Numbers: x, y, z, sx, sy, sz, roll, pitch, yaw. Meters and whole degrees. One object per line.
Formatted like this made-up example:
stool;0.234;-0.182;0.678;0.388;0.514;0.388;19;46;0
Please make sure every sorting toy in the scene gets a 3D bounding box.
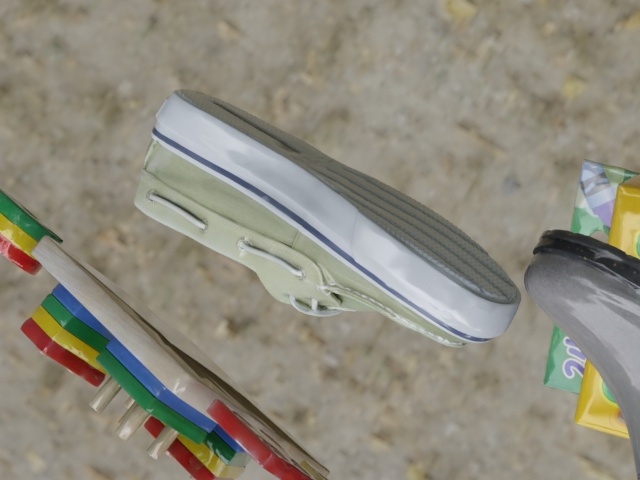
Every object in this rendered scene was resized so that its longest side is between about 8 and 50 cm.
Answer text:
sorting toy;-0.073;0.077;0.969;0.274;0.046;0.132;39;179;40

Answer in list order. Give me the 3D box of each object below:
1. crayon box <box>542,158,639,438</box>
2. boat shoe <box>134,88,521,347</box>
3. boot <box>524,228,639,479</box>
crayon box;0.329;0.070;1.558;0.323;0.083;0.203;14;105;23
boat shoe;0.000;0.000;1.332;0.302;0.109;0.094;33;107;31
boot;0.199;0.171;1.138;0.338;0.222;0.118;42;175;-1
